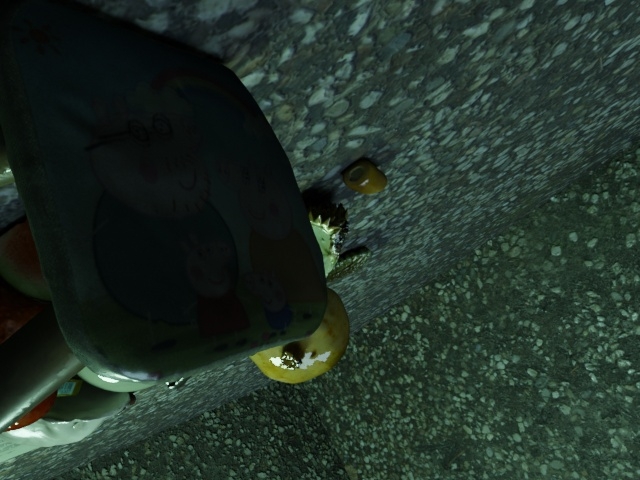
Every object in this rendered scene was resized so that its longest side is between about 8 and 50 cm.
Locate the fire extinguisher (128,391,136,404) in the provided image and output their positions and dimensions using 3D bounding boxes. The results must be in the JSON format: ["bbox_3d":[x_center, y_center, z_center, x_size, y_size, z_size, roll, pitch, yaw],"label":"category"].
[{"bbox_3d":[-0.624,0.500,1.875,0.056,0.039,0.132,-62,161,0],"label":"fire extinguisher"}]

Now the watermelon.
[{"bbox_3d":[-0.295,0.012,0.766,0.145,0.193,0.137,29,77,-74],"label":"watermelon"}]

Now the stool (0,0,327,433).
[{"bbox_3d":[-0.181,-0.011,0.557,0.226,0.310,0.310,-26,167,28],"label":"stool"}]

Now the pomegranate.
[{"bbox_3d":[-0.057,0.238,1.612,0.307,0.307,0.307,-26,164,-8],"label":"pomegranate"}]

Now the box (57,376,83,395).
[{"bbox_3d":[-0.491,0.203,0.947,0.193,0.030,0.121,15,170,12],"label":"box"}]

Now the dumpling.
[{"bbox_3d":[-0.517,0.284,1.070,0.260,0.341,0.181,4,108,-50],"label":"dumpling"}]

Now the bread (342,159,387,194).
[{"bbox_3d":[0.084,-0.112,1.122,0.062,0.049,0.103,-33,162,15],"label":"bread"}]

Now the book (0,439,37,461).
[{"bbox_3d":[-0.733,0.449,1.433,0.201,0.026,0.289,-13,145,-46],"label":"book"}]

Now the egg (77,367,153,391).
[{"bbox_3d":[-0.329,0.160,1.021,0.187,0.186,0.253,-30,160,7],"label":"egg"}]

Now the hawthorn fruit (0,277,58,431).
[{"bbox_3d":[-0.435,0.127,0.742,0.207,0.207,0.243,-34,149,19],"label":"hawthorn fruit"}]

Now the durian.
[{"bbox_3d":[0.000,0.000,1.171,0.144,0.139,0.252,-24,164,-32],"label":"durian"}]

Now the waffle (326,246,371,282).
[{"bbox_3d":[0.061,0.077,1.709,0.169,0.036,0.183,-22,163,-17],"label":"waffle"}]
